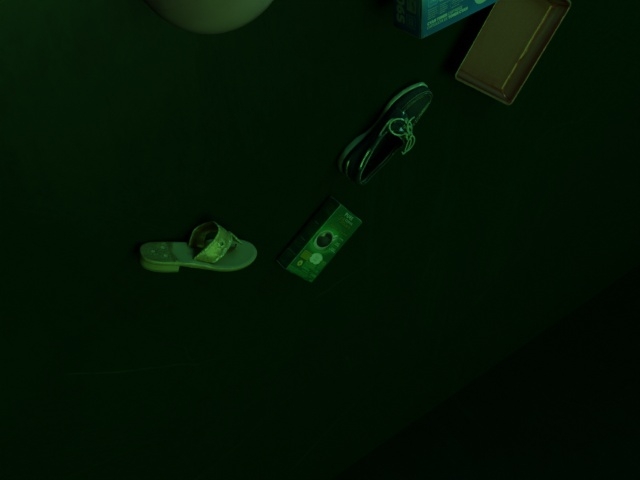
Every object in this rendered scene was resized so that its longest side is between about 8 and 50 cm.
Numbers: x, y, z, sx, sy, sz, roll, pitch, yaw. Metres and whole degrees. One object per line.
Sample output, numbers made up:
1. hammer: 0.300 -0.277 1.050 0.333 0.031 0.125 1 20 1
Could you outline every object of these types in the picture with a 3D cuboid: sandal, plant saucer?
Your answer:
1. sandal: -0.208 0.003 1.201 0.240 0.088 0.079 -5 132 -36
2. plant saucer: 0.407 -0.445 1.432 0.259 0.048 0.258 7 118 -47

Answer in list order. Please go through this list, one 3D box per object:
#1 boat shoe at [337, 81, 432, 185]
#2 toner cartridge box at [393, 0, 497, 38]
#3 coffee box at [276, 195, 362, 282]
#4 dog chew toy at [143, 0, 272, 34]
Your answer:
1. boat shoe: 0.146 -0.218 1.353 0.254 0.079 0.095 -43 143 -6
2. toner cartridge box: 0.280 -0.498 1.148 0.348 0.075 0.165 -31 140 -21
3. coffee box: 0.000 0.000 1.442 0.184 0.040 0.113 -51 144 5
4. dog chew toy: -0.177 -0.409 0.771 0.206 0.206 0.332 -43 135 -5
